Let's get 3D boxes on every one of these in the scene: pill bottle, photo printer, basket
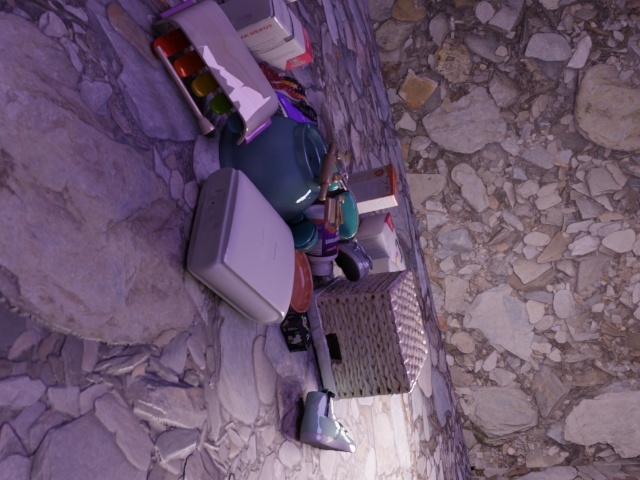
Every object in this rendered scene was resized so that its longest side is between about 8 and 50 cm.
[{"bbox_3d":[0.000,0.000,1.518,0.108,0.108,0.193,-48,142,-65],"label":"pill bottle"},{"bbox_3d":[-0.154,0.028,1.143,0.307,0.107,0.256,53,32,-48],"label":"photo printer"},{"bbox_3d":[0.151,0.275,1.587,0.331,0.266,0.328,-21,100,-67],"label":"basket"}]

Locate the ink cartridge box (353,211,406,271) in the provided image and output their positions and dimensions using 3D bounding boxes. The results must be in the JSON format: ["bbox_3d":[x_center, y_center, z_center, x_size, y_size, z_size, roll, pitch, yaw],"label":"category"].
[{"bbox_3d":[0.256,0.067,2.152,0.226,0.131,0.306,-60,133,-61],"label":"ink cartridge box"}]

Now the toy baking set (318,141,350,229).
[{"bbox_3d":[0.035,-0.145,1.298,0.197,0.030,0.256,62,34,-62],"label":"toy baking set"}]

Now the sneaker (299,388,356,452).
[{"bbox_3d":[0.035,0.485,1.397,0.256,0.094,0.151,47,43,-50],"label":"sneaker"}]

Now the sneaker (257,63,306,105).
[{"bbox_3d":[-0.140,-0.417,1.450,0.225,0.093,0.088,8,52,-50],"label":"sneaker"}]

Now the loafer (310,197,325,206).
[{"bbox_3d":[-0.006,-0.103,1.635,0.220,0.078,0.080,-41,117,-67],"label":"loafer"}]

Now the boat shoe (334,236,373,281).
[{"bbox_3d":[0.102,0.046,1.635,0.320,0.103,0.118,-142,-151,-80],"label":"boat shoe"}]

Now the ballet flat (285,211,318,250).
[{"bbox_3d":[-0.048,-0.020,1.379,0.087,0.083,0.247,65,-2,-32],"label":"ballet flat"}]

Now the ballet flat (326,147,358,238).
[{"bbox_3d":[0.041,-0.173,1.784,0.124,0.116,0.342,-117,-179,-67],"label":"ballet flat"}]

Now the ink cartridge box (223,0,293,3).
[{"bbox_3d":[-0.131,-0.743,1.382,0.115,0.273,0.198,29,52,-66],"label":"ink cartridge box"}]

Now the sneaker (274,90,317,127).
[{"bbox_3d":[-0.078,-0.347,1.484,0.146,0.102,0.293,-61,151,-18],"label":"sneaker"}]

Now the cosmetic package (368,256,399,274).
[{"bbox_3d":[0.215,0.176,1.956,0.151,0.151,0.184,35,48,-61],"label":"cosmetic package"}]

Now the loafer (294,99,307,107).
[{"bbox_3d":[-0.039,-0.342,1.668,0.096,0.084,0.267,38,44,-59],"label":"loafer"}]

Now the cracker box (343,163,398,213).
[{"bbox_3d":[0.164,-0.181,1.900,0.067,0.232,0.156,56,30,-47],"label":"cracker box"}]

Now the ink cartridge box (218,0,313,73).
[{"bbox_3d":[-0.148,-0.542,1.368,0.237,0.172,0.100,20,59,-66],"label":"ink cartridge box"}]

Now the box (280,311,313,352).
[{"bbox_3d":[-0.061,0.239,1.351,0.062,0.052,0.083,-60,136,-61],"label":"box"}]

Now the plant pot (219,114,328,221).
[{"bbox_3d":[-0.091,-0.189,1.300,0.293,0.196,0.293,-12,90,-69],"label":"plant pot"}]

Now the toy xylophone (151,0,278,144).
[{"bbox_3d":[-0.227,-0.351,1.090,0.236,0.081,0.323,-38,107,-38],"label":"toy xylophone"}]

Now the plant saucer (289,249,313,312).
[{"bbox_3d":[-0.076,0.100,1.406,0.200,0.037,0.200,-12,90,-70],"label":"plant saucer"}]
